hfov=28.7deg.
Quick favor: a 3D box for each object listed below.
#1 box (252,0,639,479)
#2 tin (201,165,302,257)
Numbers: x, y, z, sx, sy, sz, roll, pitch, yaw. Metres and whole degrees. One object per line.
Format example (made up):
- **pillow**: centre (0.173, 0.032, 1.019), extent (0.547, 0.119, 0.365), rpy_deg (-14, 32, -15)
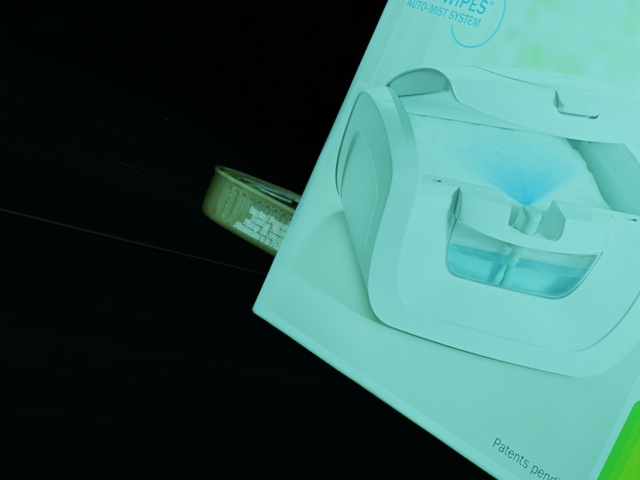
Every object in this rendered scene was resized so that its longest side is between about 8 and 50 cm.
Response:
- **box**: centre (0.133, -0.014, 0.494), extent (0.127, 0.231, 0.262), rpy_deg (19, 8, -42)
- **tin**: centre (0.000, 0.000, 0.810), extent (0.190, 0.040, 0.106), rpy_deg (29, 4, 41)
